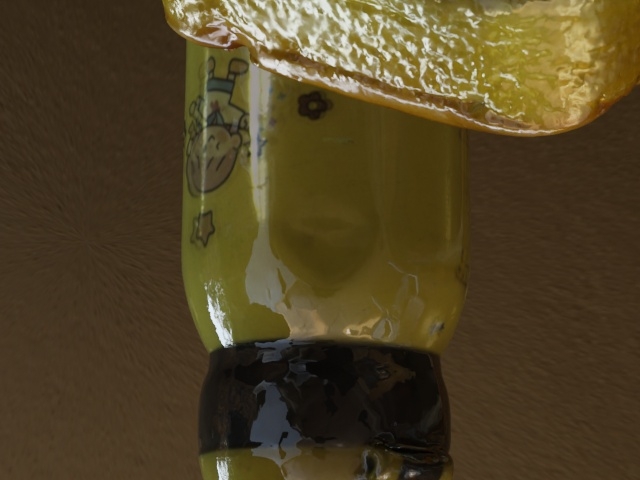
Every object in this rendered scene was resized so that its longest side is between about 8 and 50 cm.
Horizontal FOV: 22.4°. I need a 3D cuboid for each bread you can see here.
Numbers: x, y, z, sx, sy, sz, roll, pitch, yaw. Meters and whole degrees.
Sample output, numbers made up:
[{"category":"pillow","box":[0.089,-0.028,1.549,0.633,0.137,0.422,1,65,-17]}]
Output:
[{"category":"bread","box":[0.030,-0.111,0.685,0.102,0.245,0.094,-46,-40,-34]}]

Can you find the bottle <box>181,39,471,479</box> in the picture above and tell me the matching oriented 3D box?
[{"category":"bottle","box":[0.000,0.000,0.918,0.171,0.171,0.351,4,-103,-8]}]
